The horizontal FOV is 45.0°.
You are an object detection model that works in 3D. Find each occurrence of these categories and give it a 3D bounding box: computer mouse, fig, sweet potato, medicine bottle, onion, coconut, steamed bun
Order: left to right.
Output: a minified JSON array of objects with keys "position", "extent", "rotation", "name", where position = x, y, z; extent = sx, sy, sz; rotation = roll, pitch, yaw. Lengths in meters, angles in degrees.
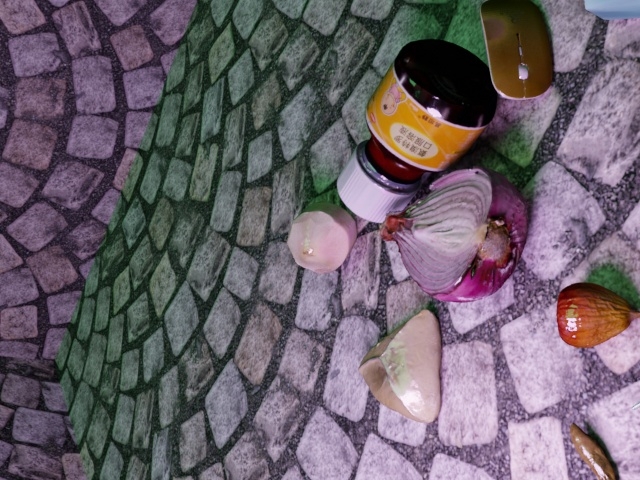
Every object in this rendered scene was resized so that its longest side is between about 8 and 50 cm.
[{"position":[0.000,0.000,1.880],"extent":[0.171,0.171,0.183],"rotation":[-48,2,35],"name":"coconut"},{"position":[0.157,0.275,1.646],"extent":[0.212,0.110,0.231],"rotation":[-25,57,49],"name":"steamed bun"},{"position":[0.195,-0.213,1.662],"extent":[0.395,0.242,0.242],"rotation":[117,145,-43],"name":"medicine bottle"},{"position":[0.272,-0.004,1.540],"extent":[0.348,0.159,0.267],"rotation":[15,80,62],"name":"onion"},{"position":[0.390,-0.393,1.547],"extent":[0.056,0.125,0.245],"rotation":[89,178,-68],"name":"computer mouse"},{"position":[0.456,0.115,1.277],"extent":[0.153,0.119,0.119],"rotation":[-27,58,45],"name":"fig"},{"position":[0.454,0.368,1.265],"extent":[0.041,0.038,0.153],"rotation":[115,141,-54],"name":"sweet potato"}]

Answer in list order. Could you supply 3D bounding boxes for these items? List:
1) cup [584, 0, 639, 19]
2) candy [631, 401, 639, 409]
[{"position":[0.571,-0.439,1.302],"extent":[0.134,0.148,0.235],"rotation":[-48,26,-16],"name":"cup"},{"position":[0.550,0.210,1.180],"extent":[0.201,0.060,0.060],"rotation":[-53,41,40],"name":"candy"}]
